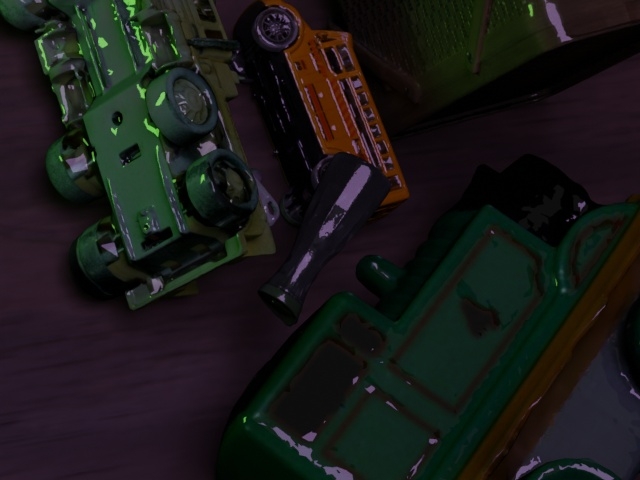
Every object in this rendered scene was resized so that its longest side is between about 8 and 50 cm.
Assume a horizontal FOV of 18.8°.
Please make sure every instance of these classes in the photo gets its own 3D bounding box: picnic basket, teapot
[{"bbox_3d":[0.128,-0.173,1.274,0.165,0.267,0.139,-16,86,-28],"label":"picnic basket"},{"bbox_3d":[0.000,0.000,1.218,0.043,0.043,0.110,33,76,-7],"label":"teapot"}]

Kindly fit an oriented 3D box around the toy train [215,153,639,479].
[{"bbox_3d":[0.106,0.098,1.228,0.249,0.178,0.429,35,63,6],"label":"toy train"}]

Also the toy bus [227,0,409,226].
[{"bbox_3d":[-0.003,-0.086,1.299,0.074,0.069,0.162,-17,80,-25],"label":"toy bus"}]

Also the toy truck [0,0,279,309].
[{"bbox_3d":[-0.106,-0.095,1.251,0.135,0.128,0.259,-10,75,-55],"label":"toy truck"}]
